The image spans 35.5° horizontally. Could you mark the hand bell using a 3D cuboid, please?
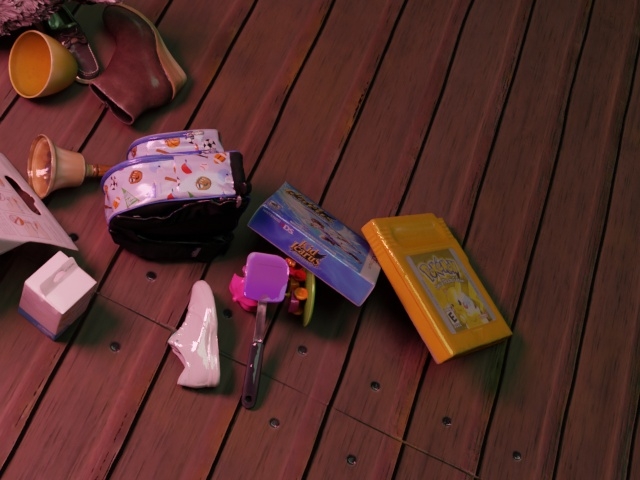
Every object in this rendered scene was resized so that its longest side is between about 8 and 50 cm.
[{"bbox_3d":[-0.441,-0.138,1.980,0.242,0.126,0.126,1,62,-38],"label":"hand bell"}]

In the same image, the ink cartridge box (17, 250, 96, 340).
[{"bbox_3d":[-0.472,0.097,1.792,0.090,0.143,0.092,40,55,1],"label":"ink cartridge box"}]

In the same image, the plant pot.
[{"bbox_3d":[-0.551,-0.353,2.028,0.095,0.134,0.134,-4,62,-54],"label":"plant pot"}]

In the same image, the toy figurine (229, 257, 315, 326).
[{"bbox_3d":[-0.101,0.085,1.989,0.159,0.130,0.173,5,46,-10],"label":"toy figurine"}]

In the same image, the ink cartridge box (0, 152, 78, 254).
[{"bbox_3d":[-0.652,-0.070,1.741,0.308,0.091,0.385,46,17,27],"label":"ink cartridge box"}]

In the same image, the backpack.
[{"bbox_3d":[-0.285,-0.090,1.914,0.263,0.276,0.213,-12,69,-20],"label":"backpack"}]

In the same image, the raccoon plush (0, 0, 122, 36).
[{"bbox_3d":[-0.617,-0.452,1.891,0.299,0.446,0.216,-57,134,-28],"label":"raccoon plush"}]

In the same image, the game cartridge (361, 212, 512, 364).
[{"bbox_3d":[0.250,0.089,2.096,0.285,0.053,0.323,-8,66,-54],"label":"game cartridge"}]

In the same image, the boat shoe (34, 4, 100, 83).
[{"bbox_3d":[-0.535,-0.430,2.097,0.080,0.073,0.223,-28,77,-34],"label":"boat shoe"}]

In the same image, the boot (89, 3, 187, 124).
[{"bbox_3d":[-0.414,-0.376,2.098,0.248,0.090,0.207,47,45,-2],"label":"boot"}]

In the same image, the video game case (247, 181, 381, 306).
[{"bbox_3d":[0.000,0.000,2.016,0.269,0.061,0.244,36,15,-1],"label":"video game case"}]

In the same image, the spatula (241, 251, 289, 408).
[{"bbox_3d":[-0.117,0.173,1.907,0.084,0.030,0.296,7,88,1],"label":"spatula"}]

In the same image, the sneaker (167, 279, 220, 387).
[{"bbox_3d":[-0.243,0.175,1.895,0.094,0.080,0.212,-2,65,-11],"label":"sneaker"}]
